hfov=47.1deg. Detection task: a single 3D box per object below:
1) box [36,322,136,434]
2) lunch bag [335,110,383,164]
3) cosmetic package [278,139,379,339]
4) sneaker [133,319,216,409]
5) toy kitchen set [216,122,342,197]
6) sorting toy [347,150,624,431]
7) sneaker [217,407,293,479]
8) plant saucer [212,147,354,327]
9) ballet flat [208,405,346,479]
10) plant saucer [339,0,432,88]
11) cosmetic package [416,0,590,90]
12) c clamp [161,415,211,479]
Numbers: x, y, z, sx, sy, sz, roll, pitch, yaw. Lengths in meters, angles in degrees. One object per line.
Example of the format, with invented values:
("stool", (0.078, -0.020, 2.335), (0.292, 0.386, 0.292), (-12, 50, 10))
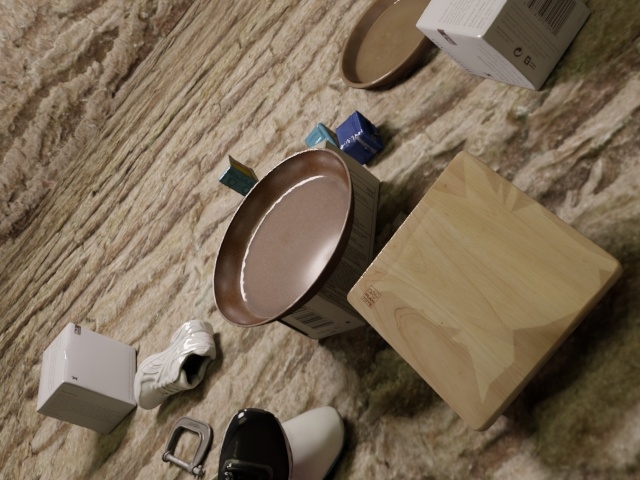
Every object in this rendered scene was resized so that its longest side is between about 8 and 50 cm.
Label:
("box", (-0.525, 0.312, 1.663), (0.119, 0.182, 0.181), (-45, 35, 22))
("lunch bag", (0.077, -0.196, 1.390), (0.065, 0.067, 0.098), (-43, 37, 23))
("cosmetic package", (0.000, 0.000, 1.260), (0.129, 0.153, 0.296), (-23, 46, 40))
("sneaker", (-0.297, 0.271, 1.487), (0.232, 0.090, 0.115), (-50, 38, 14))
("toy kitchen set", (-0.078, -0.157, 1.471), (0.207, 0.166, 0.122), (-49, 34, 14))
("sorting toy", (0.207, 0.062, 0.940), (0.255, 0.089, 0.257), (-53, 54, 11))
("sneaker", (-0.100, 0.378, 1.005), (0.124, 0.107, 0.283), (-82, -2, -85))
("plant saucer", (-0.053, -0.001, 1.151), (0.311, 0.050, 0.310), (-30, 44, 34))
("ballet flat", (-0.130, 0.388, 1.137), (0.400, 0.139, 0.139), (-44, 36, 20))
("plant saucer", (0.148, -0.423, 1.506), (0.278, 0.041, 0.277), (-31, 42, 34))
("cosmetic package", (0.286, -0.353, 1.169), (0.151, 0.151, 0.184), (-57, 32, 3))
("c clamp", (-0.258, 0.402, 1.388), (0.161, 0.022, 0.137), (8, 70, 54))
